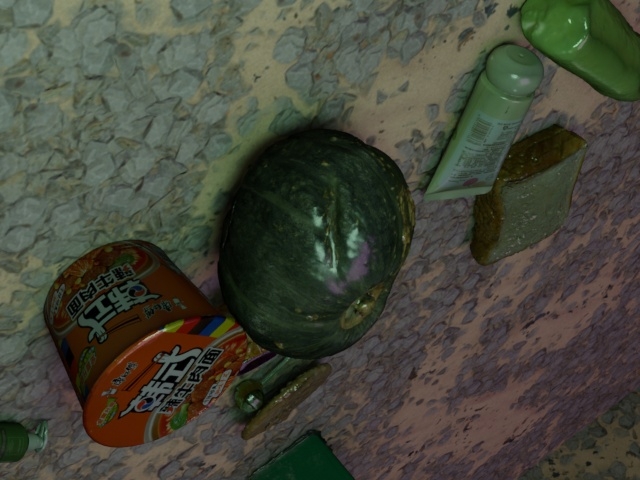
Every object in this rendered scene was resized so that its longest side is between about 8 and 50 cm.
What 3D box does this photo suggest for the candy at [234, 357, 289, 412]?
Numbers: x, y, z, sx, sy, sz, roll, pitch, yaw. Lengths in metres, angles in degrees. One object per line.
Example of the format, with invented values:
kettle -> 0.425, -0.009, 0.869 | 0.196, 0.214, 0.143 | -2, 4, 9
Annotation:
candy -> -0.079, 0.236, 1.838 | 0.202, 0.061, 0.061 | -44, 149, -11

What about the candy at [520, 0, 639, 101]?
candy -> 0.451, -0.322, 1.629 | 0.343, 0.142, 0.132 | 12, 108, -53

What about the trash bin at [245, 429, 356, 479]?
trash bin -> 0.027, 0.610, 2.083 | 0.259, 0.381, 0.295 | -36, 147, -10

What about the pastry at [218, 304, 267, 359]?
pastry -> -0.048, 0.114, 1.634 | 0.250, 0.102, 0.154 | -21, 172, -17

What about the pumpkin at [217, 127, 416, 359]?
pumpkin -> 0.000, 0.000, 1.432 | 0.291, 0.257, 0.328 | -11, 139, -59

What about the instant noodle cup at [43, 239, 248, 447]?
instant noodle cup -> -0.253, 0.132, 1.389 | 0.250, 0.192, 0.250 | -27, 146, -20

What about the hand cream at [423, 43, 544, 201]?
hand cream -> 0.278, -0.181, 1.661 | 0.147, 0.093, 0.306 | -9, 138, -28

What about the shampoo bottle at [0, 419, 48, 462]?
shampoo bottle -> -0.488, 0.293, 1.463 | 0.065, 0.065, 0.204 | -52, 146, 17

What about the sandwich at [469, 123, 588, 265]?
sandwich -> 0.395, -0.084, 1.906 | 0.226, 0.087, 0.251 | -28, 146, -21

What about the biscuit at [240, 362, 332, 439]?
biscuit -> -0.062, 0.306, 1.902 | 0.220, 0.033, 0.220 | -38, 167, -11

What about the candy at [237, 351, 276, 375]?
candy -> -0.121, 0.204, 1.753 | 0.175, 0.045, 0.043 | -30, 162, -16
